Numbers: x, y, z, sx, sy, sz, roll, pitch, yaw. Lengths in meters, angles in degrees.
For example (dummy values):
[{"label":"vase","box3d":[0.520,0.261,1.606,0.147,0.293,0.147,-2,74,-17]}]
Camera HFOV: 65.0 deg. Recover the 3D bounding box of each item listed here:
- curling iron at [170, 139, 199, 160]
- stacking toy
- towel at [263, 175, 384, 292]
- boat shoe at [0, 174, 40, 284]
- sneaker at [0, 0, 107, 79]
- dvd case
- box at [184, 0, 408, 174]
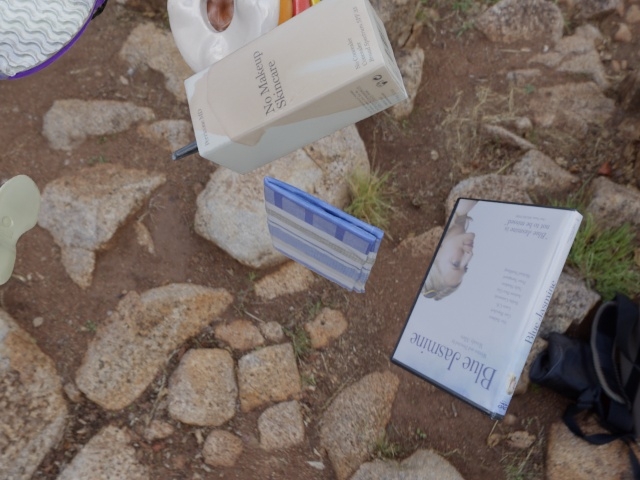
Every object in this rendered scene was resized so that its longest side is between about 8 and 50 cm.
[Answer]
[{"label":"curling iron","box3d":[-0.179,-0.215,1.018,0.274,0.035,0.068,-16,62,7]},{"label":"stacking toy","box3d":[-0.112,-0.585,1.298,0.350,0.350,0.480,33,32,26]},{"label":"towel","box3d":[0.000,0.000,0.872,0.209,0.285,0.034,27,70,9]},{"label":"boat shoe","box3d":[-0.308,-0.011,0.479,0.042,0.049,0.133,-14,50,14]},{"label":"sneaker","box3d":[-0.299,-0.286,0.583,0.102,0.146,0.293,26,68,-19]},{"label":"dvd case","box3d":[0.196,0.068,0.629,0.180,0.022,0.253,16,81,57]},{"label":"box","box3d":[-0.043,-0.233,0.774,0.311,0.121,0.148,-22,74,21]}]
